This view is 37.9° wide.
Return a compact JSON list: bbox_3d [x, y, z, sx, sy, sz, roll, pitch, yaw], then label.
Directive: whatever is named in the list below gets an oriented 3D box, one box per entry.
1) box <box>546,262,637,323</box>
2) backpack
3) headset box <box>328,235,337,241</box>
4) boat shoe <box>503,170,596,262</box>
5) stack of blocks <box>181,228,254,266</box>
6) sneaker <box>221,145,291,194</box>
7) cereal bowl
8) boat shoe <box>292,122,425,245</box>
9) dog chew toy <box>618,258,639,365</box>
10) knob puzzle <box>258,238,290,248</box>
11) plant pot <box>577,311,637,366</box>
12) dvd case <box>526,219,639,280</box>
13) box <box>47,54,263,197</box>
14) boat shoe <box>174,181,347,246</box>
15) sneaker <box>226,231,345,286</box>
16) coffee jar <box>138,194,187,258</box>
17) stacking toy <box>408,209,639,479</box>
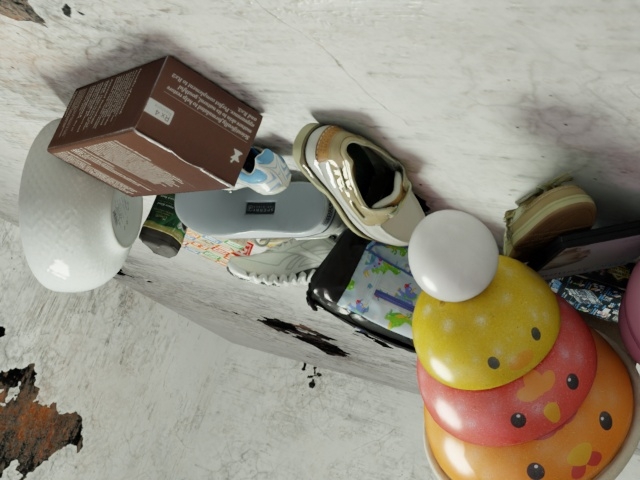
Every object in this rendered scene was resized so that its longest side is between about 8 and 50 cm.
[{"bbox_3d":[0.471,0.078,1.593,0.175,0.051,0.220,17,166,12],"label":"box"},{"bbox_3d":[0.181,0.094,1.680,0.355,0.273,0.290,37,-179,1],"label":"backpack"},{"bbox_3d":[0.000,0.000,2.003,0.083,0.032,0.062,8,162,38],"label":"headset box"},{"bbox_3d":[0.303,-0.035,1.303,0.104,0.089,0.285,-9,167,-6],"label":"boat shoe"},{"bbox_3d":[-0.233,-0.022,2.135,0.171,0.087,0.297,24,165,-15],"label":"stack of blocks"},{"bbox_3d":[-0.132,-0.132,1.639,0.237,0.085,0.086,9,131,56],"label":"sneaker"},{"bbox_3d":[-0.437,-0.065,1.800,0.141,0.339,0.339,3,162,11],"label":"cereal bowl"},{"bbox_3d":[0.084,-0.073,1.450,0.103,0.113,0.302,14,164,47],"label":"boat shoe"},{"bbox_3d":[0.520,0.111,1.328,0.206,0.207,0.332,18,165,9],"label":"dog chew toy"},{"bbox_3d":[-0.034,0.048,2.236,0.213,0.030,0.213,19,166,5],"label":"knob puzzle"},{"bbox_3d":[0.476,0.197,1.776,0.230,0.215,0.215,5,165,2],"label":"plant pot"},{"bbox_3d":[0.397,0.017,1.347,0.180,0.022,0.253,-11,167,-4],"label":"dvd case"},{"bbox_3d":[-0.285,-0.176,1.543,0.191,0.143,0.381,31,165,-32],"label":"box"},{"bbox_3d":[-0.102,-0.059,1.778,0.367,0.136,0.156,2,171,33],"label":"boat shoe"},{"bbox_3d":[-0.052,0.034,1.877,0.292,0.118,0.110,0,-176,-27],"label":"sneaker"},{"bbox_3d":[-0.300,-0.060,1.890,0.079,0.184,0.096,17,165,13],"label":"coffee jar"},{"bbox_3d":[0.237,0.142,1.325,0.350,0.351,0.480,8,145,41],"label":"stacking toy"}]
